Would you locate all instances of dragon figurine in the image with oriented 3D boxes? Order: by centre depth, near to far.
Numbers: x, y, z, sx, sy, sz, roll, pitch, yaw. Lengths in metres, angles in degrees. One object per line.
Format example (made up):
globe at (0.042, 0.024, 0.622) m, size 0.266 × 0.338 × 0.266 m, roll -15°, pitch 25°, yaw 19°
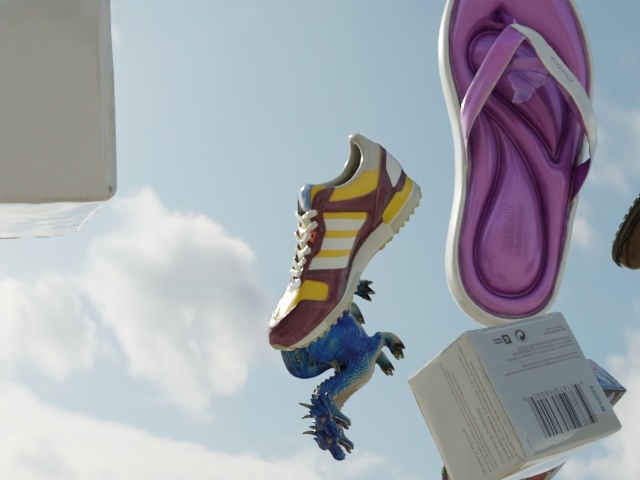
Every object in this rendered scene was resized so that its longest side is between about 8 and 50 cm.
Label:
dragon figurine at (0.002, 0.111, 1.181) m, size 0.144 × 0.289 × 0.085 m, roll -14°, pitch -27°, yaw -25°

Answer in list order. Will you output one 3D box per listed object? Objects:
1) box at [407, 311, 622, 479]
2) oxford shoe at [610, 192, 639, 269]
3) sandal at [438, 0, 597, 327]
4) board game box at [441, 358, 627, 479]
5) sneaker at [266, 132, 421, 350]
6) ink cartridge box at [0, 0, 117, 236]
box at (0.141, 0.120, 0.730) m, size 0.101 × 0.102 × 0.087 m, roll -8°, pitch -28°, yaw -34°
oxford shoe at (0.397, -0.038, 1.019) m, size 0.227 × 0.096 × 0.083 m, roll -45°, pitch -39°, yaw 22°
sandal at (0.214, -0.118, 1.024) m, size 0.169 × 0.416 × 0.102 m, roll 2°, pitch -11°, yaw -6°
board game box at (0.209, 0.192, 1.055) m, size 0.194 × 0.194 × 0.060 m, roll 31°, pitch 11°, yaw -46°
sneaker at (0.000, 0.000, 0.803) m, size 0.084 × 0.185 × 0.069 m, roll 43°, pitch -19°, yaw -23°
ink cartridge box at (-0.340, -0.092, 0.847) m, size 0.285 × 0.166 × 0.395 m, roll -1°, pitch -4°, yaw -19°
